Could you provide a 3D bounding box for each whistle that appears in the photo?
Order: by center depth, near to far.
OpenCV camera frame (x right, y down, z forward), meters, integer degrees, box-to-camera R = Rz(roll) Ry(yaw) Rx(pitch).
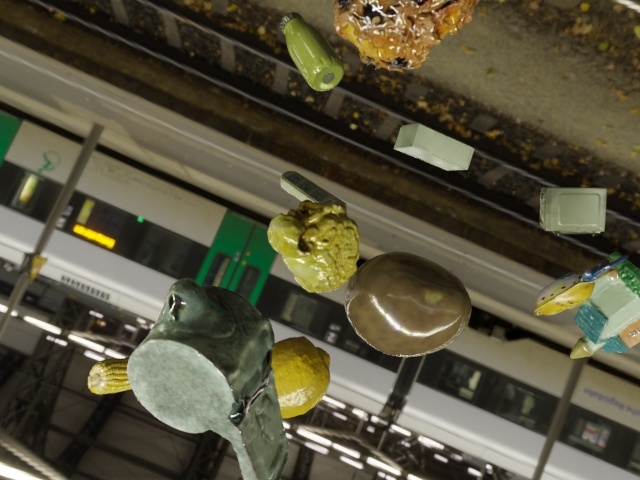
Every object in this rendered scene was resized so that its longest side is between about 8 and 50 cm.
[{"bbox_3d":[-0.152,0.248,1.057,0.404,0.188,0.168,50,-149,-13],"label":"whistle"}]

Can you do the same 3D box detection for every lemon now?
[{"bbox_3d":[-0.118,0.491,2.200,0.286,0.316,0.285,29,164,9],"label":"lemon"}]

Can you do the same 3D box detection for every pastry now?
[{"bbox_3d":[0.206,-0.605,1.434,0.337,0.405,0.292,41,-167,-30],"label":"pastry"}]

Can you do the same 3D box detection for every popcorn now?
[{"bbox_3d":[0.000,0.000,1.606,0.174,0.225,0.286,21,154,41],"label":"popcorn"}]

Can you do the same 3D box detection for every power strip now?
[{"bbox_3d":[-0.030,-0.154,2.093,0.286,0.080,0.048,36,139,29],"label":"power strip"}]

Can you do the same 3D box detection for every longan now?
[{"bbox_3d":[0.275,0.208,2.015,0.405,0.335,0.404,11,159,4],"label":"longan"}]

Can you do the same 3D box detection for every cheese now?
[{"bbox_3d":[0.533,0.094,1.289,0.064,0.157,0.250,60,148,16],"label":"cheese"}]

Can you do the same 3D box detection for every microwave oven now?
[{"bbox_3d":[0.670,-0.079,1.666,0.163,0.129,0.205,3,-174,16],"label":"microwave oven"}]

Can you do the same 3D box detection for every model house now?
[{"bbox_3d":[0.889,0.238,1.952,0.267,0.325,0.194,40,-168,-38],"label":"model house"}]

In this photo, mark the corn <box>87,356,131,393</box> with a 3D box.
[{"bbox_3d":[-0.434,0.293,1.374,0.063,0.085,0.165,16,-174,27],"label":"corn"}]

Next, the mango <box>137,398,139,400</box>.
[{"bbox_3d":[-0.477,0.443,1.819,0.165,0.089,0.115,-7,134,46],"label":"mango"}]

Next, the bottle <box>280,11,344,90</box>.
[{"bbox_3d":[-0.033,-0.543,1.761,0.260,0.112,0.112,61,-167,28],"label":"bottle"}]

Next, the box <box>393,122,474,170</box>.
[{"bbox_3d":[0.381,-0.311,2.088,0.225,0.086,0.129,19,178,-21],"label":"box"}]

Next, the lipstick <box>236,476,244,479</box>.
[{"bbox_3d":[-0.146,0.549,1.341,0.094,0.019,0.019,39,180,21],"label":"lipstick"}]
